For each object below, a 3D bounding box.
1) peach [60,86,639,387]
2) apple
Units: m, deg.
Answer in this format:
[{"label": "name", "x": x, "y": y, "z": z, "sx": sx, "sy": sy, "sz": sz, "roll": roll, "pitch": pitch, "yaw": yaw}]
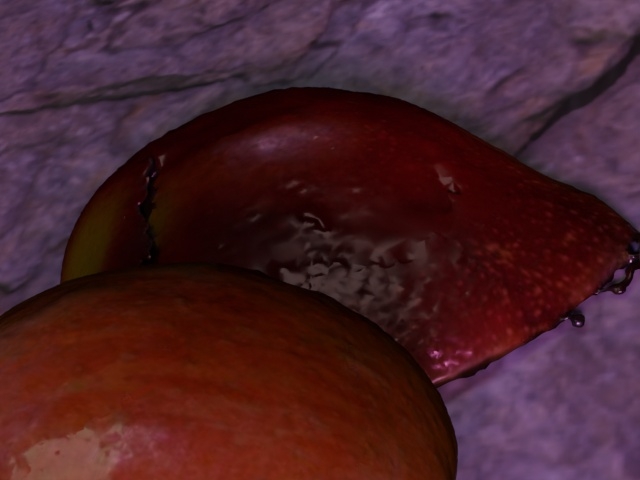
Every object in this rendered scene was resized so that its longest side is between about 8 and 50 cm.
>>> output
[{"label": "peach", "x": -0.003, "y": -0.002, "z": 0.781, "sx": 0.279, "sy": 0.068, "sz": 0.189, "roll": -7, "pitch": 43, "yaw": 21}, {"label": "apple", "x": -0.044, "y": 0.088, "z": 0.589, "sx": 0.173, "sy": 0.195, "sz": 0.160, "roll": 8, "pitch": 71, "yaw": -1}]
